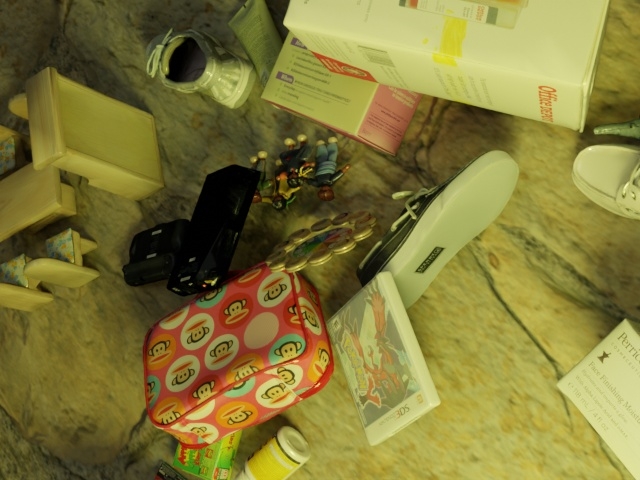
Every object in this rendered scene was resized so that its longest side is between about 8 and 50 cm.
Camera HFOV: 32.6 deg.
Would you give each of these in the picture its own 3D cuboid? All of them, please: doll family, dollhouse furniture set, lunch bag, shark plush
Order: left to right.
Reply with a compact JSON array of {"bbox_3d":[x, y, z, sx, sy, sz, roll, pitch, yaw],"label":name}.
[{"bbox_3d":[-0.524,-0.118,2.006,0.394,0.256,0.362,-25,64,28],"label":"dollhouse furniture set"},{"bbox_3d":[-0.136,0.159,1.690,0.293,0.120,0.258,-27,46,13],"label":"lunch bag"},{"bbox_3d":[-0.043,-0.101,1.763,0.193,0.076,0.111,-24,45,34],"label":"doll family"},{"bbox_3d":[0.441,-0.159,1.433,0.161,0.067,0.073,14,86,38],"label":"shark plush"}]

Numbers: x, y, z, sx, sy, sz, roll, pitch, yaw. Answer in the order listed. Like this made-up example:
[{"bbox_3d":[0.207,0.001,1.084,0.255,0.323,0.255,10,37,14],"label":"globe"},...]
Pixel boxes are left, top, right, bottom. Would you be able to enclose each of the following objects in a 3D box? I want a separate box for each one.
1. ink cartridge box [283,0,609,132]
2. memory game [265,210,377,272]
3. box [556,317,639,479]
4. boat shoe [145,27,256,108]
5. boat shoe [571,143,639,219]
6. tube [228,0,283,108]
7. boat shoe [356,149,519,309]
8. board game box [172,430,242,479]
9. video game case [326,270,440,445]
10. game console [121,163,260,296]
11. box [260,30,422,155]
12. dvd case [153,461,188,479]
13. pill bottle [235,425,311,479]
[{"bbox_3d":[0.181,-0.285,1.449,0.384,0.279,0.160,16,88,13],"label":"ink cartridge box"},{"bbox_3d":[0.000,0.000,1.659,0.186,0.186,0.012,-12,110,33],"label":"memory game"},{"bbox_3d":[0.405,0.204,1.285,0.119,0.182,0.181,-48,55,16],"label":"box"},{"bbox_3d":[-0.232,-0.315,1.926,0.320,0.103,0.118,35,101,50],"label":"boat shoe"},{"bbox_3d":[0.435,-0.069,1.394,0.277,0.096,0.098,25,92,38],"label":"boat shoe"},{"bbox_3d":[-0.093,-0.330,1.881,0.070,0.062,0.240,-21,56,-8],"label":"tube"},{"bbox_3d":[0.159,-0.028,1.578,0.306,0.113,0.105,-55,46,30],"label":"boat shoe"},{"bbox_3d":[-0.171,0.291,1.768,0.092,0.043,0.181,11,83,38],"label":"board game box"},{"bbox_3d":[0.084,0.171,1.562,0.183,0.023,0.201,-48,56,52],"label":"video game case"},{"bbox_3d":[-0.233,-0.003,1.839,0.361,0.044,0.213,-13,53,53],"label":"game console"},{"bbox_3d":[0.058,-0.288,1.717,0.213,0.117,0.243,26,94,38],"label":"box"},{"bbox_3d":[-0.257,0.440,1.809,0.087,0.013,0.119,26,92,38],"label":"dvd case"},{"bbox_3d":[-0.075,0.342,1.671,0.116,0.065,0.065,-44,56,18],"label":"pill bottle"}]
